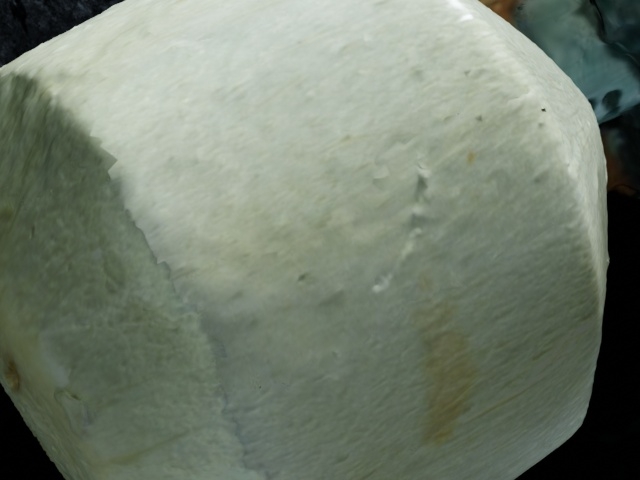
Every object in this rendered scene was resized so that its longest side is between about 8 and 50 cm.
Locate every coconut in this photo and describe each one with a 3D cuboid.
[{"bbox_3d":[0.000,0.000,0.480,0.266,0.237,0.237,-34,22,-24],"label":"coconut"}]

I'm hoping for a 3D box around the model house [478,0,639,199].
[{"bbox_3d":[0.063,-0.077,0.652,0.291,0.184,0.253,-26,-14,-3],"label":"model house"}]
